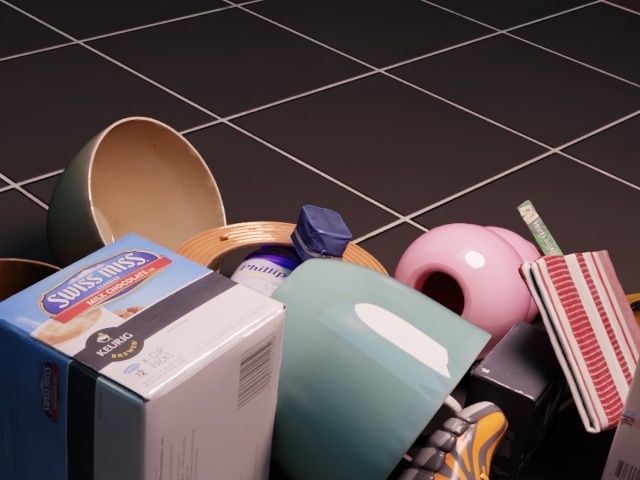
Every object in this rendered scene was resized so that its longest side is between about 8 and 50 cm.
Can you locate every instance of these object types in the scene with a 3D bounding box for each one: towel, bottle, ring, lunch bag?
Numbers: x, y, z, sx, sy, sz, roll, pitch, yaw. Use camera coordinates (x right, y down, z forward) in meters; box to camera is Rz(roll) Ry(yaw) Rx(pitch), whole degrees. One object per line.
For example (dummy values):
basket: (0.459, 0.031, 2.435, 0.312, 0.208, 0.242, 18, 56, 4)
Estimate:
towel: (0.374, 0.131, 1.555, 0.329, 0.037, 0.237, -2, 68, -60)
bottle: (-0.076, 0.069, 1.774, 0.118, 0.092, 0.283, 13, 31, 11)
ring: (-0.061, 0.069, 1.656, 0.336, 0.032, 0.336, 5, 31, -3)
lunch bag: (0.000, 0.000, 1.691, 0.067, 0.065, 0.098, 12, 26, -23)

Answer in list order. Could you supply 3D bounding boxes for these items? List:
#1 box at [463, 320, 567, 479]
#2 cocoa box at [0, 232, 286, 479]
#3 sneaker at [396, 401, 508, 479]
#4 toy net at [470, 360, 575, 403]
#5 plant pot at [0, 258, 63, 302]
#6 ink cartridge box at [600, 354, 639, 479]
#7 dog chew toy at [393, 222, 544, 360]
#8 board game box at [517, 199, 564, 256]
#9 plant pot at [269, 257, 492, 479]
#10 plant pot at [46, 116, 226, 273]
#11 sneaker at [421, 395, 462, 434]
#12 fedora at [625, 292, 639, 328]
box: (0.260, 0.219, 1.532, 0.093, 0.158, 0.156, 23, 34, 24)
cocoa box: (-0.205, 0.212, 1.257, 0.228, 0.347, 0.231, 24, 35, 27)
sneaker: (0.167, 0.341, 1.346, 0.180, 0.125, 0.321, 31, 56, 24)
toy net: (0.332, 0.218, 1.666, 0.232, 0.045, 0.122, 1, 33, -8)
plant pot: (-0.388, 0.175, 1.394, 0.215, 0.230, 0.215, 6, 30, -3)
ink cartridge box: (0.498, 0.236, 1.444, 0.198, 0.270, 0.197, 25, 35, 26)
dog chew toy: (0.251, 0.068, 1.752, 0.206, 0.207, 0.332, 25, 19, 28)
board game box: (0.395, 0.062, 1.815, 0.030, 0.136, 0.260, -30, 46, 8)
plant pot: (0.025, 0.162, 1.385, 0.235, 0.293, 0.293, 36, 37, 9)
plant pot: (-0.310, -0.026, 1.757, 0.191, 0.284, 0.284, -18, 15, 34)
sneaker: (0.075, 0.174, 1.617, 0.295, 0.105, 0.147, 15, 36, 20)
fedora: (0.532, 0.153, 1.780, 0.194, 0.079, 0.194, 5, 24, -2)
